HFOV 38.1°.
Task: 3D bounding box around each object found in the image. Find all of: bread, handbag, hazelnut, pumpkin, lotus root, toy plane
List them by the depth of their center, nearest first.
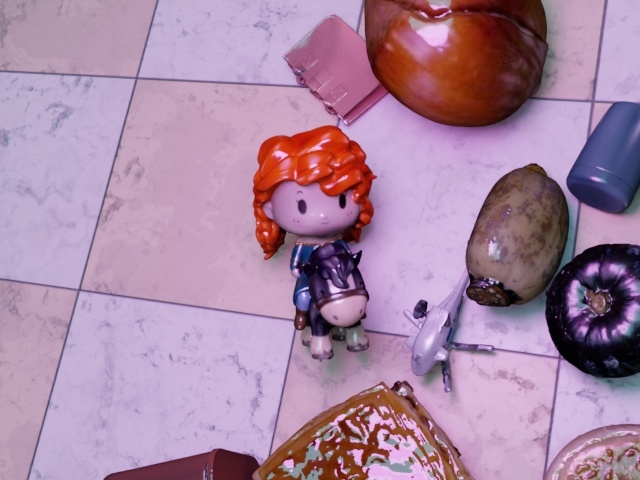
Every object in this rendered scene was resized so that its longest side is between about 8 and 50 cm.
[{"bbox_3d":[0.490,0.442,1.451,0.305,0.159,0.306,-5,69,13],"label":"bread"},{"bbox_3d":[0.488,0.116,1.549,0.233,0.163,0.233,-15,66,36],"label":"pumpkin"},{"bbox_3d":[0.082,0.423,1.583,0.324,0.167,0.277,-33,62,-4],"label":"bread"},{"bbox_3d":[0.350,-0.023,1.638,0.173,0.173,0.309,13,58,21],"label":"lotus root"},{"bbox_3d":[0.242,0.122,1.664,0.273,0.107,0.182,-49,57,-1],"label":"toy plane"},{"bbox_3d":[0.254,-0.383,1.731,0.372,0.315,0.373,3,79,-13],"label":"hazelnut"},{"bbox_3d":[0.038,-0.353,1.916,0.157,0.059,0.212,-42,64,0],"label":"handbag"}]

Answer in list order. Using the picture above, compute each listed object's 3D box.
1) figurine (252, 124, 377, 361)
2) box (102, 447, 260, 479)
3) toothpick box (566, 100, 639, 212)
[{"bbox_3d":[0.001,0.009,1.673,0.241,0.306,0.412,-9,71,4],"label":"figurine"},{"bbox_3d":[-0.229,0.553,1.602,0.229,0.239,0.340,-13,69,16],"label":"box"},{"bbox_3d":[0.530,-0.154,1.661,0.120,0.120,0.184,24,78,23],"label":"toothpick box"}]
